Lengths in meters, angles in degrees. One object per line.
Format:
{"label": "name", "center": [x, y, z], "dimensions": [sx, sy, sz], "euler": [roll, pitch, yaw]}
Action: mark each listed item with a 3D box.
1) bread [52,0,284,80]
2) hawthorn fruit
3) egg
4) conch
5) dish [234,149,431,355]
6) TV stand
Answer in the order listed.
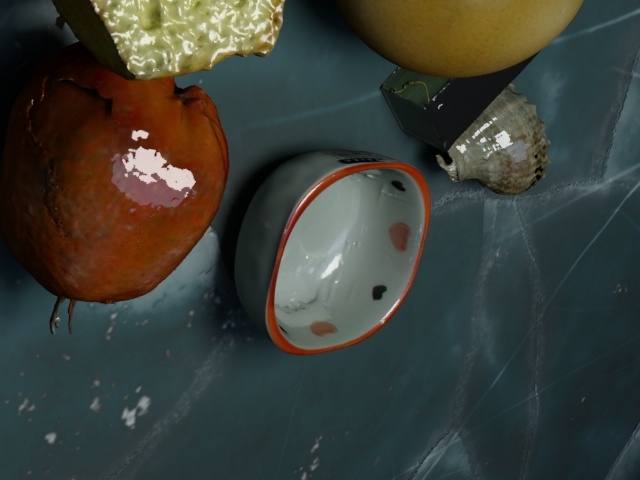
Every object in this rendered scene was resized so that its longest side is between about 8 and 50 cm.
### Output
{"label": "bread", "center": [-0.171, -0.285, 0.994], "dimensions": [0.194, 0.179, 0.340], "euler": [-34, 110, -19]}
{"label": "hawthorn fruit", "center": [-0.202, -0.033, 1.119], "dimensions": [0.211, 0.211, 0.299], "euler": [6, 120, -47]}
{"label": "egg", "center": [0.150, -0.295, 1.265], "dimensions": [0.322, 0.250, 0.250], "euler": [-12, 122, -46]}
{"label": "conch", "center": [0.214, -0.131, 1.553], "dimensions": [0.207, 0.155, 0.130], "euler": [-12, 166, -35]}
{"label": "dish", "center": [0.000, 0.000, 1.398], "dimensions": [0.256, 0.117, 0.256], "euler": [-24, 128, -34]}
{"label": "TV stand", "center": [0.198, -0.238, 1.479], "dimensions": [0.269, 0.083, 0.088], "euler": [-47, 139, -11]}
